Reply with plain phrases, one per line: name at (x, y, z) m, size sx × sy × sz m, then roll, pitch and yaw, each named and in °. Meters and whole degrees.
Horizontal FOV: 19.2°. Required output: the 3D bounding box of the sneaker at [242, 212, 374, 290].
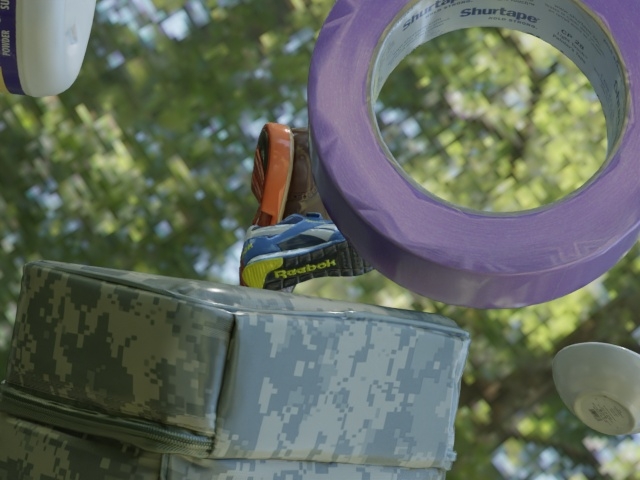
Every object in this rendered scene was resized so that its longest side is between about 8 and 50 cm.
sneaker at (0.000, 0.000, 1.641) m, size 0.053 × 0.144 × 0.059 m, roll 88°, pitch -9°, yaw -47°

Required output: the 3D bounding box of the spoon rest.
spoon rest at (0.357, 0.204, 2.097) m, size 0.137 × 0.084 × 0.276 m, roll -10°, pitch -53°, yaw 42°

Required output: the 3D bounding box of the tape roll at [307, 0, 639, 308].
tape roll at (0.127, -0.092, 1.392) m, size 0.275 × 0.275 × 0.090 m, roll 49°, pitch -13°, yaw 13°

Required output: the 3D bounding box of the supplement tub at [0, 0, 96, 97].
supplement tub at (-0.363, -0.255, 1.602) m, size 0.331 × 0.241 × 0.241 m, roll 6°, pitch -35°, yaw 0°

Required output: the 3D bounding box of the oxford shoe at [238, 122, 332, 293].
oxford shoe at (-0.028, 0.009, 1.991) m, size 0.097 × 0.098 × 0.271 m, roll -110°, pitch -154°, yaw -58°

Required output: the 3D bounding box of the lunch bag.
lunch bag at (-0.069, 0.157, 1.255) m, size 0.212 × 0.305 × 0.256 m, roll 5°, pitch -93°, yaw 42°
